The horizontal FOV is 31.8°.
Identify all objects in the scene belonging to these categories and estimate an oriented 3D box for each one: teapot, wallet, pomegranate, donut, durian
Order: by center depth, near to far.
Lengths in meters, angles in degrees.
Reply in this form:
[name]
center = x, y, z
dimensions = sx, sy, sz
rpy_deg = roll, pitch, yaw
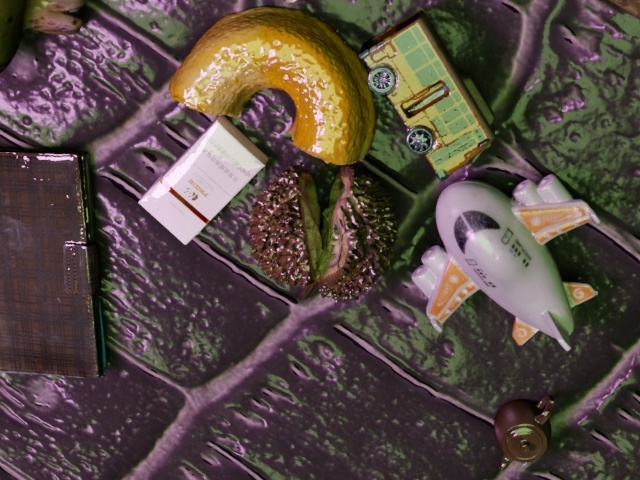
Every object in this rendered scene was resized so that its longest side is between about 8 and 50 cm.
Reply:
[pomegranate]
center = -0.396, -0.273, 1.296
dimensions = 0.248, 0.202, 0.202
rpy_deg = 2, 114, -25
[donut]
center = -0.048, -0.197, 1.334
dimensions = 0.259, 0.101, 0.152
rpy_deg = 20, 107, 2
[durian]
center = 0.000, 0.000, 1.369
dimensions = 0.196, 0.167, 0.196
rpy_deg = 7, 128, 10
[wallet]
center = -0.372, 0.032, 1.476
dimensions = 0.169, 0.044, 0.317
rpy_deg = 1, 110, 9
[teapot]
center = 0.274, 0.253, 1.487
dimensions = 0.076, 0.068, 0.121
rpy_deg = 33, 111, -8

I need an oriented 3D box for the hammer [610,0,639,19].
[hammer]
center = 0.361, -0.277, 1.285
dimensions = 0.440, 0.044, 0.168
rpy_deg = 31, 112, -7

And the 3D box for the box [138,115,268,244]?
[box]
center = -0.148, -0.075, 1.414
dimensions = 0.084, 0.040, 0.154
rpy_deg = 42, 110, -13

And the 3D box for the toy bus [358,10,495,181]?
[toy bus]
center = 0.131, -0.171, 1.325
dimensions = 0.103, 0.091, 0.182
rpy_deg = -30, 103, 14

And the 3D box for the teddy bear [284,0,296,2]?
[teddy bear]
center = -0.025, -0.350, 1.204
dimensions = 0.144, 0.251, 0.171
rpy_deg = 2, 97, 3

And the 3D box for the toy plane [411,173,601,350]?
[toy plane]
center = 0.232, 0.029, 1.379
dimensions = 0.244, 0.117, 0.245
rpy_deg = 2, 113, 5
